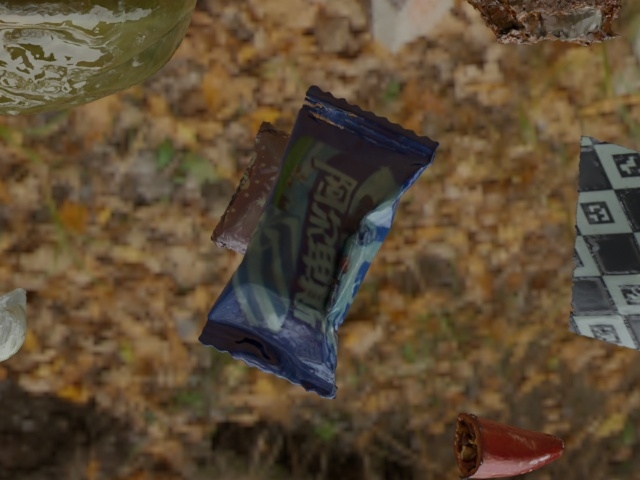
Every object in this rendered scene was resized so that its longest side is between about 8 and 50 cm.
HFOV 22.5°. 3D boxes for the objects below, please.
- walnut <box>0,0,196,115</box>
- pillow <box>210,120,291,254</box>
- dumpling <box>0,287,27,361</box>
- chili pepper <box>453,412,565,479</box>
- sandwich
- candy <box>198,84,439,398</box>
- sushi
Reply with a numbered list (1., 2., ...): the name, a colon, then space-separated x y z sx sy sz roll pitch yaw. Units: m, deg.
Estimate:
1. walnut: -0.207 -0.195 1.078 0.283 0.283 0.227 7 121 -20
2. pillow: -0.059 -0.060 2.110 0.118 0.185 0.043 22 176 0
3. dumpling: -0.281 0.079 1.384 0.076 0.052 0.057 -28 -176 18
4. chili pepper: 0.257 0.272 2.117 0.169 0.088 0.065 7 159 -32
5. sandwich: 0.239 -0.292 1.731 0.235 0.159 0.079 2 177 10
6. candy: 0.000 0.000 1.849 0.187 0.331 0.077 23 173 18
7. sushi: 0.397 0.020 1.623 0.292 0.059 0.294 17 141 17
